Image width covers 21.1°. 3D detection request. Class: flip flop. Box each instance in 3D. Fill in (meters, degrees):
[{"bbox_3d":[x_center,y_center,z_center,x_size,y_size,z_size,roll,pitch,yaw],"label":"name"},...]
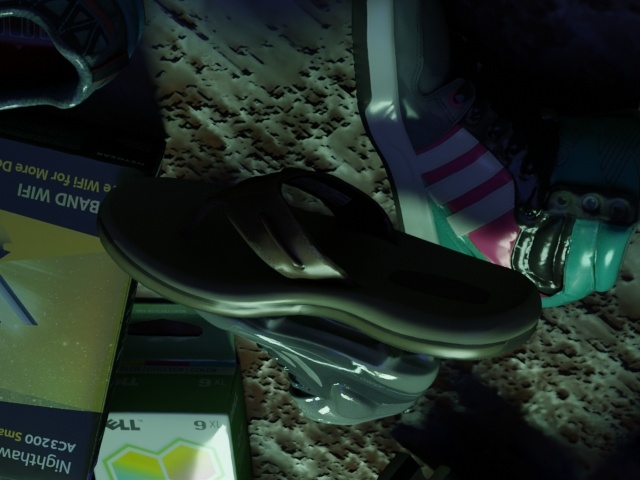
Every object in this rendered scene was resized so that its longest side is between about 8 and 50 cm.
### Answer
[{"bbox_3d":[0.000,0.000,1.039,0.277,0.112,0.080,15,126,15],"label":"flip flop"}]

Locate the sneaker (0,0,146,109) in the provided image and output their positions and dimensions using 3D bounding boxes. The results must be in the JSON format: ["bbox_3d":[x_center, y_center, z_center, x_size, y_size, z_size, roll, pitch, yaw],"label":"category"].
[{"bbox_3d":[-0.246,-0.131,1.059,0.262,0.125,0.104,0,125,6],"label":"sneaker"}]

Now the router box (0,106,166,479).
[{"bbox_3d":[-0.280,0.019,1.160,0.309,0.081,0.243,13,109,-3],"label":"router box"}]

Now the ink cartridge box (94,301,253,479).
[{"bbox_3d":[-0.112,0.147,1.281,0.109,0.062,0.209,1,125,7],"label":"ink cartridge box"}]

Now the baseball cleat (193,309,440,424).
[{"bbox_3d":[-0.021,0.077,1.218,0.206,0.072,0.109,23,131,-6],"label":"baseball cleat"}]

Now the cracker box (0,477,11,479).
[{"bbox_3d":[-0.281,0.222,1.328,0.156,0.067,0.232,-21,122,40],"label":"cracker box"}]

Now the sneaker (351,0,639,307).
[{"bbox_3d":[0.128,-0.066,1.063,0.178,0.124,0.295,-5,133,16],"label":"sneaker"}]

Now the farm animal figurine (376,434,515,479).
[{"bbox_3d":[0.052,0.305,1.288,0.327,0.330,0.172,-46,110,0],"label":"farm animal figurine"}]
